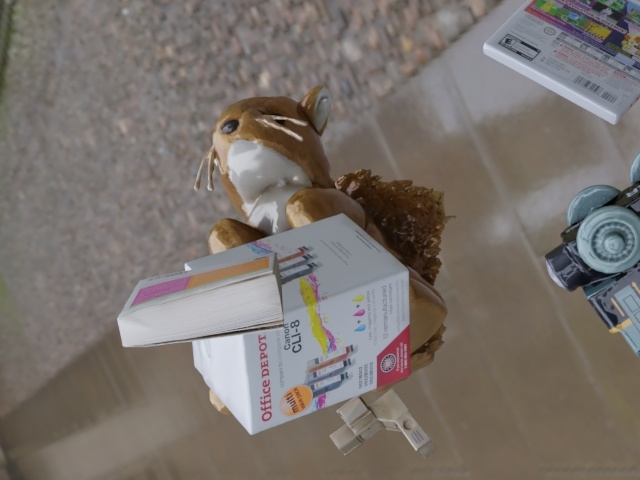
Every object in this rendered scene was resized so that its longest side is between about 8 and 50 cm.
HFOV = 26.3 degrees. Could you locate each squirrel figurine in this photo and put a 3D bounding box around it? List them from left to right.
[{"bbox_3d":[0.000,0.000,1.736,0.397,0.281,0.370,14,-134,-58],"label":"squirrel figurine"}]

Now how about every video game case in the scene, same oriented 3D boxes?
[{"bbox_3d":[0.341,-0.254,1.745,0.201,0.183,0.023,33,153,24],"label":"video game case"}]

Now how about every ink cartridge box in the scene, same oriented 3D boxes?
[{"bbox_3d":[-0.022,0.076,1.287,0.127,0.176,0.128,44,145,49],"label":"ink cartridge box"}]

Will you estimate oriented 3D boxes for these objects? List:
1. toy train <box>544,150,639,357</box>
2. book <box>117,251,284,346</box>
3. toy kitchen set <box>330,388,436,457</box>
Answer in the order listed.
[{"bbox_3d":[0.420,-0.018,1.520,0.190,0.334,0.142,53,-169,-12],"label":"toy train"},{"bbox_3d":[-0.073,0.034,0.857,0.144,0.096,0.035,-104,3,-83],"label":"book"},{"bbox_3d":[0.060,0.204,1.425,0.075,0.083,0.068,52,178,32],"label":"toy kitchen set"}]
